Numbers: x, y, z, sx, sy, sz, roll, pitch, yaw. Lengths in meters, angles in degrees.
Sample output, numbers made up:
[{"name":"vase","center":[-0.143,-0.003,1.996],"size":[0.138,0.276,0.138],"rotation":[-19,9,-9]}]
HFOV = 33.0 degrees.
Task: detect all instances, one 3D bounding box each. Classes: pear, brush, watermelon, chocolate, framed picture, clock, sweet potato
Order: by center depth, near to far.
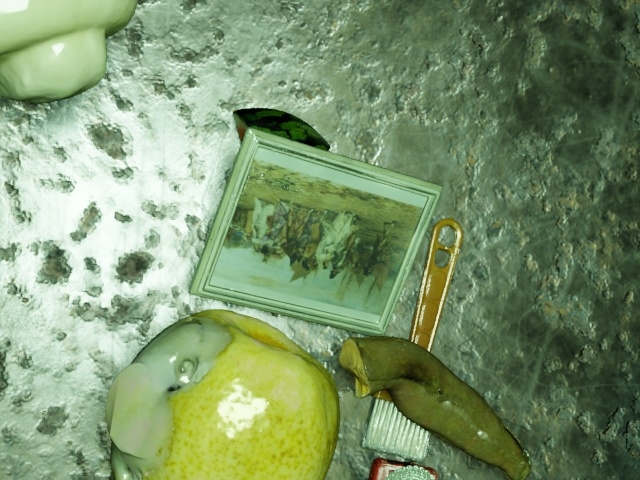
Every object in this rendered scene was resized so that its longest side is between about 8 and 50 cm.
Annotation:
[{"name":"chocolate","center":[-0.357,-0.292,1.163],"size":[0.314,0.326,0.297],"rotation":[-18,108,-15]},{"name":"pear","center":[-0.107,0.213,1.202],"size":[0.271,0.271,0.271],"rotation":[1,87,-13]},{"name":"clock","center":[0.105,0.309,1.287],"size":[0.074,0.010,0.083],"rotation":[37,86,12]},{"name":"framed picture","center":[0.000,0.000,1.288],"size":[0.274,0.017,0.217],"rotation":[13,105,-25]},{"name":"watermelon","center":[-0.058,-0.100,1.314],"size":[0.125,0.135,0.094],"rotation":[24,123,-14]},{"name":"sweet potato","center":[0.138,0.204,1.316],"size":[0.286,0.112,0.085],"rotation":[41,122,-15]},{"name":"brush","center":[0.130,0.120,1.378],"size":[0.090,0.017,0.314],"rotation":[16,83,-14]}]

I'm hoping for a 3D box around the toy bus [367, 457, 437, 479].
[{"name":"toy bus","center":[0.088,0.369,1.324],"size":[0.089,0.081,0.195],"rotation":[14,84,-2]}]
